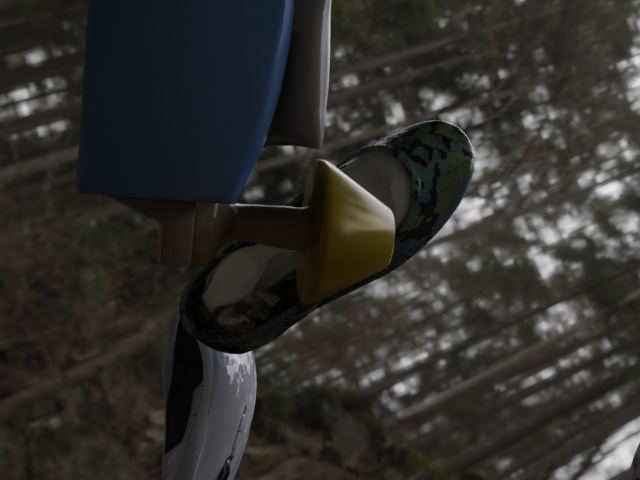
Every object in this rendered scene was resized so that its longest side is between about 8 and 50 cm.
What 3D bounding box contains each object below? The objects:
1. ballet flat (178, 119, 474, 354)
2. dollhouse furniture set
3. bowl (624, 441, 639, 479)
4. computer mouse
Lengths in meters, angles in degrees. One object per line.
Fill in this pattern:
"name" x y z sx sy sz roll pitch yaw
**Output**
"ballet flat" 0.000 0.000 0.747 0.188 0.070 0.070 -40 -112 14
"dollhouse furniture set" 0.016 -0.130 0.533 0.286 0.198 0.303 -179 -86 -81
"bowl" 0.161 0.062 0.392 0.170 0.170 0.080 23 -51 49
"computer mouse" -0.066 0.127 0.843 0.042 0.106 0.193 2 -91 27
